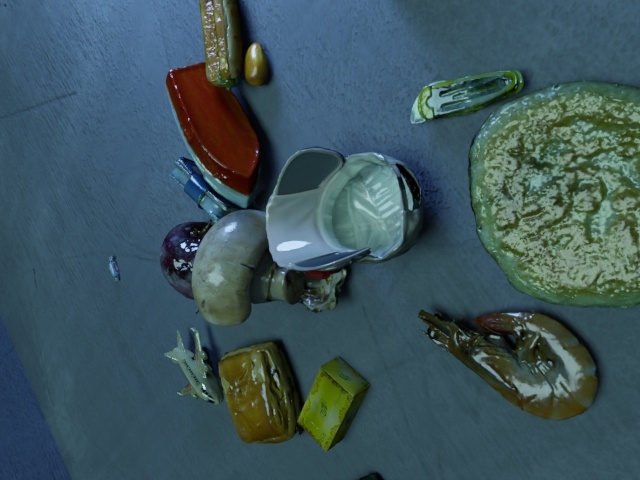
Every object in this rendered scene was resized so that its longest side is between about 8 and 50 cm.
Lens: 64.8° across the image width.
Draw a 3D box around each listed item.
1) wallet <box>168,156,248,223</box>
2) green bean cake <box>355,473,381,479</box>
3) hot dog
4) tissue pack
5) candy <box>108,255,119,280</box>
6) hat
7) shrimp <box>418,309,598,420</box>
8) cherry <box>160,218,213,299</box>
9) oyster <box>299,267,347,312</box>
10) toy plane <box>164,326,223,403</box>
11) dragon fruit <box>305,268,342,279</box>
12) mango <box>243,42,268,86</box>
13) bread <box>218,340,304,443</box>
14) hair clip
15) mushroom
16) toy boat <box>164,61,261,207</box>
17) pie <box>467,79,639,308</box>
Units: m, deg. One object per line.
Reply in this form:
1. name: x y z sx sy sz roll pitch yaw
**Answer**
1. wallet: -0.245 -0.102 1.146 0.202 0.141 0.059 44 100 25
2. green bean cake: 0.092 0.618 1.042 0.208 0.107 0.193 52 128 18
3. hot dog: -0.203 -0.434 1.065 0.104 0.076 0.250 -17 81 49
4. tissue pack: 0.024 0.345 1.064 0.095 0.062 0.176 38 124 29
5. candy: -0.679 0.092 1.658 0.030 0.020 0.083 -17 90 44
6. hat: 0.038 -0.035 0.851 0.274 0.161 0.232 -18 58 6
7. shrimp: 0.284 0.161 0.787 0.287 0.063 0.152 31 117 29
8. cherry: -0.284 0.053 1.196 0.195 0.195 0.195 12 108 40
9. oyster: -0.004 0.097 1.036 0.148 0.051 0.103 2 84 41
10. toy plane: -0.331 0.355 1.365 0.244 0.092 0.229 32 118 31
11. dragon fruit: -0.004 0.004 0.964 0.130 0.142 0.121 29 136 -16
12. mango: -0.133 -0.365 1.046 0.060 0.046 0.089 4 92 49
13. bread: -0.149 0.367 1.199 0.210 0.099 0.235 -24 84 42
14. hair clip: 0.219 -0.224 0.771 0.188 0.033 0.060 -2 97 45
15. mushroom: -0.138 0.038 0.998 0.195 0.254 0.189 10 126 24
16. toy boat: -0.227 -0.222 1.106 0.332 0.145 0.133 61 155 15
17. pie: 0.349 -0.060 0.675 0.323 0.070 0.324 9 105 36
